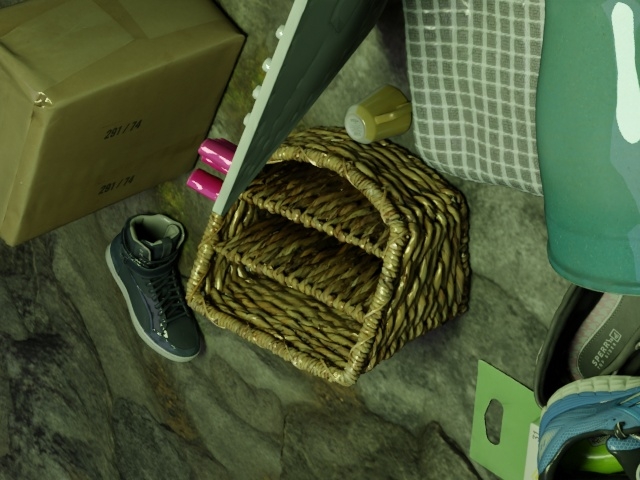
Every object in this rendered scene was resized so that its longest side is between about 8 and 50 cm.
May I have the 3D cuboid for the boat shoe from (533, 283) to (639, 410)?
[{"bbox_3d":[0.311,0.066,1.457,0.112,0.095,0.335,42,139,24],"label":"boat shoe"}]

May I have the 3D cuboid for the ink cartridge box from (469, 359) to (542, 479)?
[{"bbox_3d":[0.260,0.268,1.685,0.235,0.056,0.171,28,133,34],"label":"ink cartridge box"}]

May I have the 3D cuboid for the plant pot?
[{"bbox_3d":[0.300,-0.126,1.192,0.272,0.272,0.255,6,119,48],"label":"plant pot"}]

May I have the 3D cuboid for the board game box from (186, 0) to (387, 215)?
[{"bbox_3d":[0.022,-0.263,1.349,0.050,0.390,0.390,31,138,4],"label":"board game box"}]

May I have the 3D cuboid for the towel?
[{"bbox_3d":[0.198,-0.186,1.410,0.235,0.121,0.283,17,125,42],"label":"towel"}]

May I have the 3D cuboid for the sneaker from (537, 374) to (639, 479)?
[{"bbox_3d":[0.355,0.188,1.388,0.330,0.147,0.129,-29,108,34],"label":"sneaker"}]

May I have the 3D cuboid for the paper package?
[{"bbox_3d":[-0.299,-0.180,1.828,0.168,0.325,0.309,48,141,16],"label":"paper package"}]

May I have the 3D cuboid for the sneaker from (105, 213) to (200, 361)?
[{"bbox_3d":[-0.235,0.065,2.109,0.226,0.086,0.163,57,146,8],"label":"sneaker"}]

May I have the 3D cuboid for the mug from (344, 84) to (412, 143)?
[{"bbox_3d":[0.065,-0.147,1.638,0.062,0.064,0.078,50,142,16],"label":"mug"}]

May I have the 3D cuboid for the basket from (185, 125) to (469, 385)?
[{"bbox_3d":[0.000,0.000,1.678,0.299,0.223,0.213,26,131,39],"label":"basket"}]
